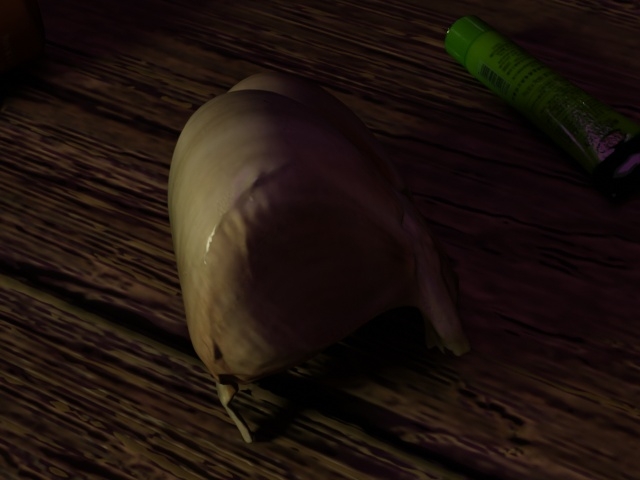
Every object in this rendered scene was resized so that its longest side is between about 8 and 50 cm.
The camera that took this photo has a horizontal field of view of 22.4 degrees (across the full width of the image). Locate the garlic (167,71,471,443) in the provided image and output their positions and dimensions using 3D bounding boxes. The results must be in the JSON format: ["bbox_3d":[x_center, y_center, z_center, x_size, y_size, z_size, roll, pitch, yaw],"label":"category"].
[{"bbox_3d":[-0.012,-0.005,0.611,0.099,0.124,0.174,-25,18,7],"label":"garlic"}]

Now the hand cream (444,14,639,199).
[{"bbox_3d":[0.100,-0.061,0.705,0.036,0.023,0.122,-37,51,-12],"label":"hand cream"}]

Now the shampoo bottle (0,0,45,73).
[{"bbox_3d":[-0.249,-0.074,0.736,0.244,0.085,0.085,-25,47,-16],"label":"shampoo bottle"}]
